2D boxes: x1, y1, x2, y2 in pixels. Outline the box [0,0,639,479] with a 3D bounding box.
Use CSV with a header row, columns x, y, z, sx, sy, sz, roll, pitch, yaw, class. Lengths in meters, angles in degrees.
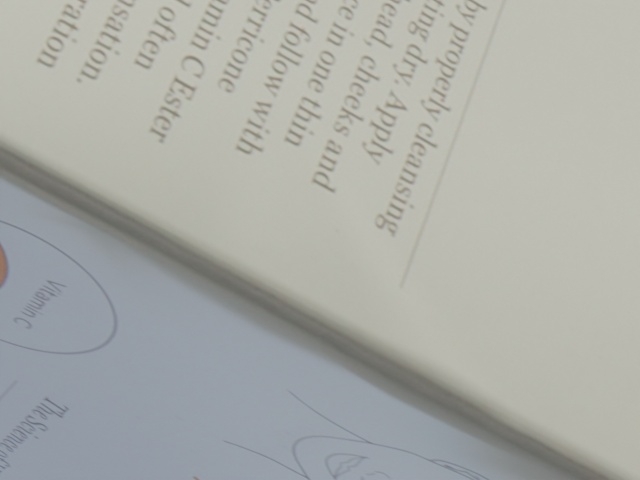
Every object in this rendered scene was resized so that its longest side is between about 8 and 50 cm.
x,y,z,sx,sy,sz,roll,pitch,yaw,class
0.000,0.000,0.472,0.345,0.215,0.168,29,-121,-13,box
